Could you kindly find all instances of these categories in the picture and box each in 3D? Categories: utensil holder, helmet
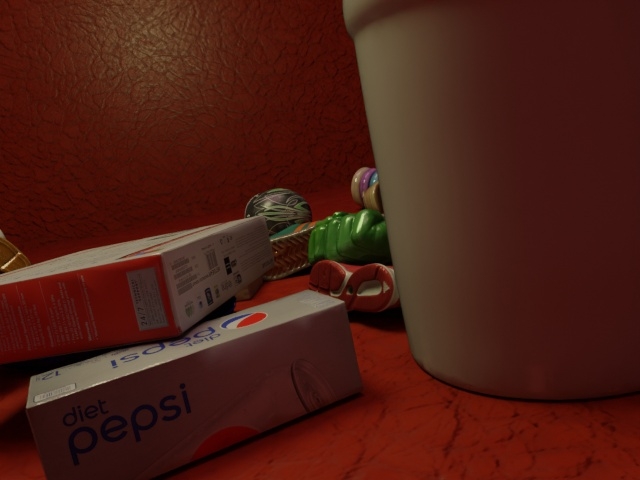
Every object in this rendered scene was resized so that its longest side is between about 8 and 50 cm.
[{"bbox_3d":[0.215,-0.082,0.561,0.327,0.386,0.327,-11,9,2],"label":"utensil holder"},{"bbox_3d":[-0.105,-0.056,1.390,0.169,0.170,0.161,-11,-7,-4],"label":"helmet"}]

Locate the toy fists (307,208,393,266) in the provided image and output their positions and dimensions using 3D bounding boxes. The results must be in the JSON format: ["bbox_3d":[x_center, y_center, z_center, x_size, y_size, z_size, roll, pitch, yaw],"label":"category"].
[{"bbox_3d":[0.060,0.002,0.919,0.142,0.096,0.279,-2,-3,-14],"label":"toy fists"}]

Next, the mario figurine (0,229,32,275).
[{"bbox_3d":[-0.554,0.099,0.825,0.198,0.170,0.320,-33,1,-44],"label":"mario figurine"}]

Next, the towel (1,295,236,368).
[{"bbox_3d":[-0.314,0.124,0.854,0.308,0.076,0.227,-7,10,18],"label":"towel"}]

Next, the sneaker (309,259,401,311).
[{"bbox_3d":[0.080,0.074,0.797,0.128,0.087,0.221,5,-1,-30],"label":"sneaker"}]

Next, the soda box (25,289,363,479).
[{"bbox_3d":[-0.108,0.135,0.511,0.286,0.098,0.091,-15,9,-25],"label":"soda box"}]

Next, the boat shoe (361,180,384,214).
[{"bbox_3d":[0.175,-0.104,1.532,0.110,0.122,0.341,-11,-1,23],"label":"boat shoe"}]

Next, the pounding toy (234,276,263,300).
[{"bbox_3d":[-0.173,0.057,1.008,0.130,0.100,0.141,-10,10,8],"label":"pounding toy"}]

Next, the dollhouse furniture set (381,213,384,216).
[{"bbox_3d":[0.147,-0.039,1.326,0.151,0.059,0.076,-1,14,43],"label":"dollhouse furniture set"}]

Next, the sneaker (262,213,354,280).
[{"bbox_3d":[0.000,0.000,1.123,0.302,0.108,0.121,-12,14,3],"label":"sneaker"}]

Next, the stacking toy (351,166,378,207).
[{"bbox_3d":[0.267,-0.171,1.801,0.330,0.141,0.141,7,19,41],"label":"stacking toy"}]

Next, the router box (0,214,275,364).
[{"bbox_3d":[-0.248,0.050,0.689,0.301,0.082,0.335,-10,7,13],"label":"router box"}]
